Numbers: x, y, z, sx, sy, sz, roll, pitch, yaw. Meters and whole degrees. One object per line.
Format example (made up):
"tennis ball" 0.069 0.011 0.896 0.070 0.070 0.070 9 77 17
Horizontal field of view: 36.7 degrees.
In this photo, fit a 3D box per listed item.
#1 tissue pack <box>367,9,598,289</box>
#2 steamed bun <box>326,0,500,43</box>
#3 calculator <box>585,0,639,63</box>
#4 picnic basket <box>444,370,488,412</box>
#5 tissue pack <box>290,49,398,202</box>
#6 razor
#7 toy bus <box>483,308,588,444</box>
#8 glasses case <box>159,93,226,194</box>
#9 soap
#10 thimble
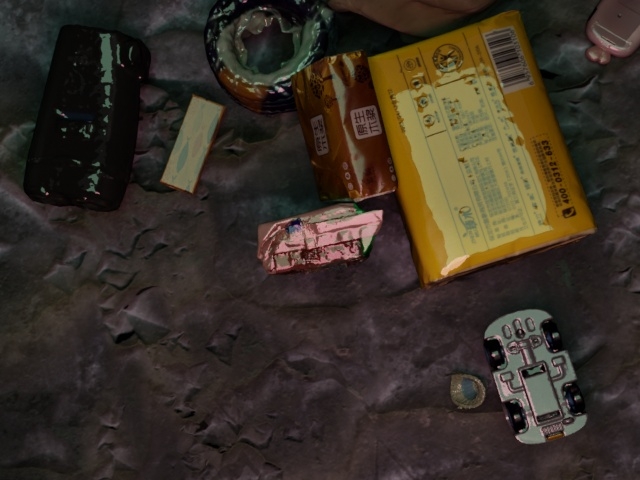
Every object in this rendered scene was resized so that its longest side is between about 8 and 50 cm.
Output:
"tissue pack" 0.249 -0.139 1.585 0.293 0.228 0.382 -18 80 2
"steamed bun" 0.173 -0.482 1.618 0.367 0.255 0.342 8 66 18
"calculator" 0.524 -0.380 1.688 0.103 0.024 0.166 33 86 9
"picnic basket" 0.240 0.251 1.615 0.083 0.083 0.065 -5 99 -38
"tissue pack" 0.037 -0.173 1.528 0.092 0.183 0.226 -13 94 -18
"razor" -0.414 -0.217 1.723 0.189 0.107 0.327 9 83 7
"toy bus" 0.343 0.219 1.575 0.126 0.136 0.209 -18 81 3
"glasses case" -0.228 -0.171 1.732 0.064 0.041 0.170 20 85 -4
"soap" 0.000 0.003 1.569 0.218 0.273 0.098 -9 88 4
"thimble" -0.080 -0.339 1.684 0.237 0.150 0.237 -1 81 5
